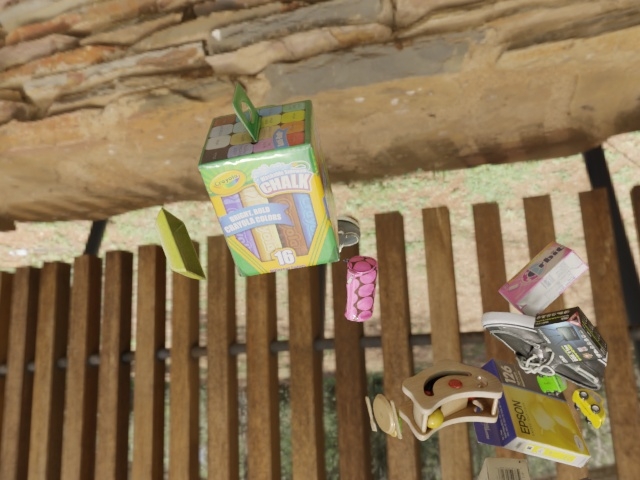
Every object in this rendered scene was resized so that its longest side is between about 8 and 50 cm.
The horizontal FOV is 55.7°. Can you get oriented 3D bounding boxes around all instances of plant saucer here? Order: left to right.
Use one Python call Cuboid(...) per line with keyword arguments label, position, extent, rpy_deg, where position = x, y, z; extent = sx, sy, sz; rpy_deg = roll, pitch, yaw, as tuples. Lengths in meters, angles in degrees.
Cuboid(label="plant saucer", position=(-0.389, 0.021, 1.656), extent=(0.045, 0.188, 0.188), rpy_deg=(-24, 168, 1))

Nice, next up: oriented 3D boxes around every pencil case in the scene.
Cuboid(label="pencil case", position=(0.112, 0.145, 1.765), extent=(0.095, 0.209, 0.098), rpy_deg=(18, -140, 25))

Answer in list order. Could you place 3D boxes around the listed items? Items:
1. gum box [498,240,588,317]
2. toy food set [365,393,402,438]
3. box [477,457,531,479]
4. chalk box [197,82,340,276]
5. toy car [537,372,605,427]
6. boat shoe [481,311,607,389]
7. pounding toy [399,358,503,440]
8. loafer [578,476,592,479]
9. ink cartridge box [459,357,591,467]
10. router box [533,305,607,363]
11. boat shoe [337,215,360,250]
Cuboid(label="gum box", position=(0.521, 0.088, 1.415), extent=(0.188, 0.062, 0.107), rpy_deg=(-44, -168, 6))
Cuboid(label="toy food set", position=(0.206, 0.537, 1.869), extent=(0.038, 0.132, 0.192), rpy_deg=(-10, 176, -23))
Cuboid(label="box", position=(0.469, 0.678, 1.594), extent=(0.113, 0.094, 0.275), rpy_deg=(0, 133, 4))
Cuboid(label="chalk box", position=(-0.082, -0.114, 0.998), extent=(0.179, 0.180, 0.289), rpy_deg=(-9, 126, 6))
Cuboid(label="toy car", position=(0.642, 0.363, 1.582), extent=(0.053, 0.239, 0.225), rpy_deg=(-18, 169, -12))
Cuboid(label="boat shoe", position=(0.488, 0.248, 1.335), extent=(0.306, 0.105, 0.113), rpy_deg=(24, 158, -14))
Cuboid(label="pounding toy", position=(0.289, 0.360, 1.293), extent=(0.269, 0.155, 0.154), rpy_deg=(-16, -151, -38))
Cuboid(label="loafer", position=(0.772, 0.792, 1.757), extent=(0.109, 0.095, 0.303), rpy_deg=(-24, 133, -7))
Cuboid(label="ink cartridge box", position=(0.572, 0.473, 1.726), extent=(0.307, 0.304, 0.072), rpy_deg=(19, 121, -10))
Cuboid(label="router box", position=(0.500, 0.191, 1.211), extent=(0.092, 0.038, 0.122), rpy_deg=(-23, 117, 45))
Cuboid(label="boat shoe", position=(0.000, 0.000, 1.476), extent=(0.116, 0.099, 0.319), rpy_deg=(-30, 159, 30))
